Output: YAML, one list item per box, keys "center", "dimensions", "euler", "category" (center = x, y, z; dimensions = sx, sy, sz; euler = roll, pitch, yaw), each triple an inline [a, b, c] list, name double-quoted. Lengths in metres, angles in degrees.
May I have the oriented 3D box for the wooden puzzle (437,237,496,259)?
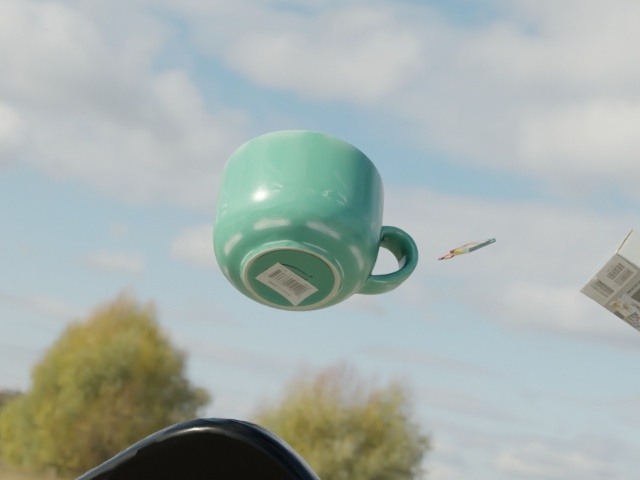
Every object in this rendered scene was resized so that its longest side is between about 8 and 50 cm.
- center: [0.194, 0.009, 1.984]
  dimensions: [0.083, 0.006, 0.049]
  euler: [-21, 5, -36]
  category: "wooden puzzle"

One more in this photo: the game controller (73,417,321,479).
- center: [-0.004, 0.224, 0.617]
  dimensions: [0.166, 0.319, 0.067]
  euler: [-32, 4, 32]
  category: "game controller"

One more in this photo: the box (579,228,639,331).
- center: [0.378, 0.075, 1.617]
  dimensions: [0.186, 0.038, 0.145]
  euler: [36, -18, 7]
  category: "box"

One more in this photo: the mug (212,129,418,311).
- center: [-0.005, -0.006, 1.172]
  dimensions: [0.157, 0.097, 0.129]
  euler: [1, -42, 6]
  category: "mug"
